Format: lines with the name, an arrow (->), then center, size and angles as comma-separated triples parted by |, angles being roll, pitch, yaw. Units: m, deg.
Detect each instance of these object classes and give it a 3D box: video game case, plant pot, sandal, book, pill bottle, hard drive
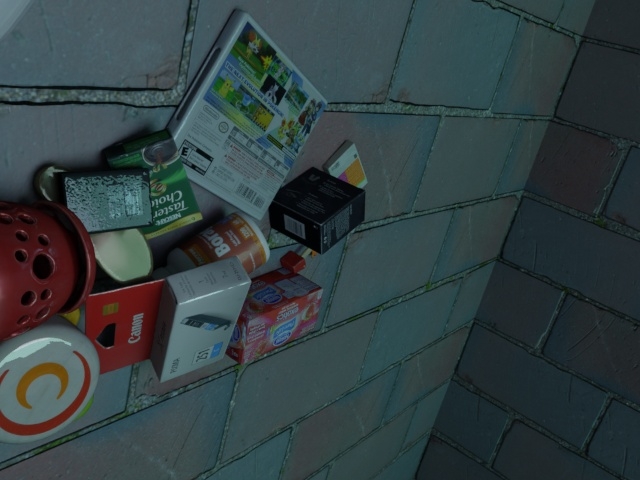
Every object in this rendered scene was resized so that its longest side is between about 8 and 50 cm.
video game case -> -0.138, -0.222, 1.191 | 0.299, 0.036, 0.329 | -60, 148, -2
plant pot -> -0.423, 0.037, 0.838 | 0.174, 0.191, 0.191 | -17, 127, -60
sandal -> -0.364, -0.024, 0.986 | 0.088, 0.079, 0.240 | -50, 124, -24
book -> 0.061, -0.165, 1.529 | 0.096, 0.035, 0.144 | -47, 145, -18
pill bottle -> -0.215, 0.045, 1.190 | 0.216, 0.121, 0.121 | -35, 140, -24
hard drive -> -0.326, -0.060, 0.945 | 0.135, 0.022, 0.094 | -10, 102, -40

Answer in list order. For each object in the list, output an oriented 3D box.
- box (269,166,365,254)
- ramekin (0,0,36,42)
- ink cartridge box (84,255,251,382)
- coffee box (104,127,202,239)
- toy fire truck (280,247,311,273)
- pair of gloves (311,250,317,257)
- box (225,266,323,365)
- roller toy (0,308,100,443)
box -> -0.006, -0.070, 1.383 | 0.158, 0.156, 0.093 | -39, 142, -34
ramekin -> -0.381, -0.301, 0.558 | 0.135, 0.277, 0.277 | -55, 149, 4
ink cartridge box -> -0.279, 0.164, 1.100 | 0.261, 0.066, 0.296 | -16, 150, -30
coffee box -> -0.277, -0.092, 1.044 | 0.113, 0.040, 0.184 | -21, 136, -13
toy fire truck -> -0.020, -0.022, 1.505 | 0.192, 0.047, 0.135 | -38, 141, -33
pair of gloves -> 0.000, 0.000, 1.587 | 0.083, 0.010, 0.074 | -29, 133, -44
box -> -0.127, 0.167, 1.418 | 0.257, 0.128, 0.122 | -20, 129, -49
roller toy -> -0.455, 0.193, 0.944 | 0.191, 0.146, 0.209 | -11, 116, -43
